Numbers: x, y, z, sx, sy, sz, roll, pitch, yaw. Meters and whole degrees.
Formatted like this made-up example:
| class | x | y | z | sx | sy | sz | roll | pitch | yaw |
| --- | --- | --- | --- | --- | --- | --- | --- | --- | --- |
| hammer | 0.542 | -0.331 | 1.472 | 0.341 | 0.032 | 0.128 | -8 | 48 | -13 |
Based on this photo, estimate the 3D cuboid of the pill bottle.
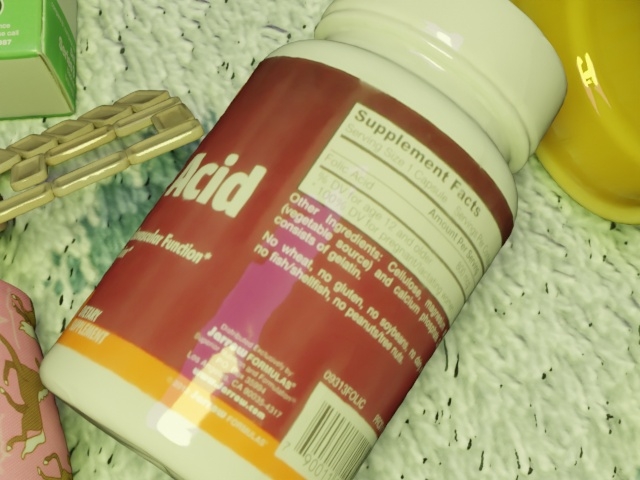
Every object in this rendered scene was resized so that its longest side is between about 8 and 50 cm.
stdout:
| class | x | y | z | sx | sy | sz | roll | pitch | yaw |
| --- | --- | --- | --- | --- | --- | --- | --- | --- | --- |
| pill bottle | 0.000 | 0.000 | 0.846 | 0.224 | 0.224 | 0.392 | 31 | 75 | 13 |

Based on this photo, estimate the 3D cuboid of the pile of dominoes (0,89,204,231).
| class | x | y | z | sx | sy | sz | roll | pitch | yaw |
| --- | --- | --- | --- | --- | --- | --- | --- | --- | --- |
| pile of dominoes | -0.215 | -0.046 | 0.925 | 0.251 | 0.196 | 0.040 | -24 | 113 | -6 |

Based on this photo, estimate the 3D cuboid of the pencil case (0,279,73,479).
| class | x | y | z | sx | sy | sz | roll | pitch | yaw |
| --- | --- | --- | --- | --- | --- | --- | --- | --- | --- |
| pencil case | -0.253 | 0.211 | 0.791 | 0.167 | 0.160 | 0.386 | -34 | 57 | 26 |

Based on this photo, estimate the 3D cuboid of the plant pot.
| class | x | y | z | sx | sy | sz | roll | pitch | yaw |
| --- | --- | --- | --- | --- | --- | --- | --- | --- | --- |
| plant pot | 0.298 | -0.164 | 0.893 | 0.239 | 0.254 | 0.254 | -18 | 70 | -20 |

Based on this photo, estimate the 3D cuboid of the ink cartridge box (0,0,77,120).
| class | x | y | z | sx | sy | sz | roll | pitch | yaw |
| --- | --- | --- | --- | --- | --- | --- | --- | --- | --- |
| ink cartridge box | -0.321 | -0.254 | 1.008 | 0.211 | 0.121 | 0.289 | -3 | 71 | 3 |
